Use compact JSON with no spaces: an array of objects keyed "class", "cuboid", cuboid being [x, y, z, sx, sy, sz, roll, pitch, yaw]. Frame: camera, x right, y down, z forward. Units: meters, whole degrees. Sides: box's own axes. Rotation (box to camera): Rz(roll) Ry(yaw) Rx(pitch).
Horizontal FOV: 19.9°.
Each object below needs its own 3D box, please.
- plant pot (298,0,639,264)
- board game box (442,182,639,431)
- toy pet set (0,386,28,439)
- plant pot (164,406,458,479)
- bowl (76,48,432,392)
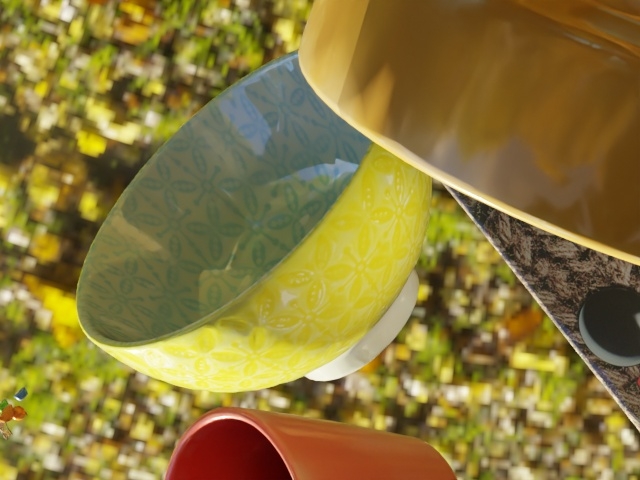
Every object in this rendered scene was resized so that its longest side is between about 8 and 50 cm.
[{"class":"plant pot","cuboid":[0.119,-0.109,0.553,0.205,0.205,0.188,17,109,-7]},{"class":"board game box","cuboid":[0.248,-0.014,1.073,0.232,0.291,0.141,-44,161,17]},{"class":"toy pet set","cuboid":[-0.350,0.230,1.907,0.122,0.114,0.065,-31,105,32]},{"class":"plant pot","cuboid":[0.003,0.306,1.900,0.243,0.275,0.275,2,148,-38]},{"class":"bowl","cuboid":[-0.019,0.010,1.320,0.289,0.289,0.156,-25,124,33]}]
